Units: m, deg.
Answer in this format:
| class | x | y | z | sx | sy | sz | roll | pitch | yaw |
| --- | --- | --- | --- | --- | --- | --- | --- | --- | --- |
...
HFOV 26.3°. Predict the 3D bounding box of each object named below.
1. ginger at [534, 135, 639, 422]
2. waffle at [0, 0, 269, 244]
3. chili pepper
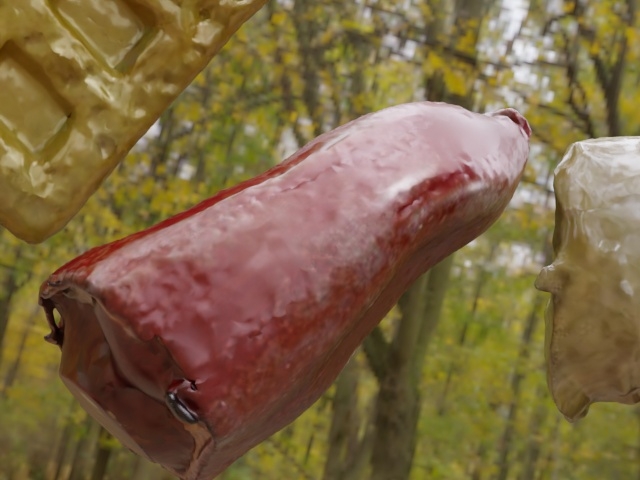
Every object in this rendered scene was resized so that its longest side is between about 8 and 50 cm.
| class | x | y | z | sx | sy | sz | roll | pitch | yaw |
| --- | --- | --- | --- | --- | --- | --- | --- | --- | --- |
| ginger | 0.191 | 0.062 | 0.581 | 0.267 | 0.152 | 0.138 | 48 | 0 | 2 |
| waffle | -0.115 | -0.148 | 0.692 | 0.168 | 0.274 | 0.057 | 46 | -11 | -22 |
| chili pepper | 0.000 | 0.000 | 0.615 | 0.136 | 0.253 | 0.144 | 36 | -25 | 45 |
